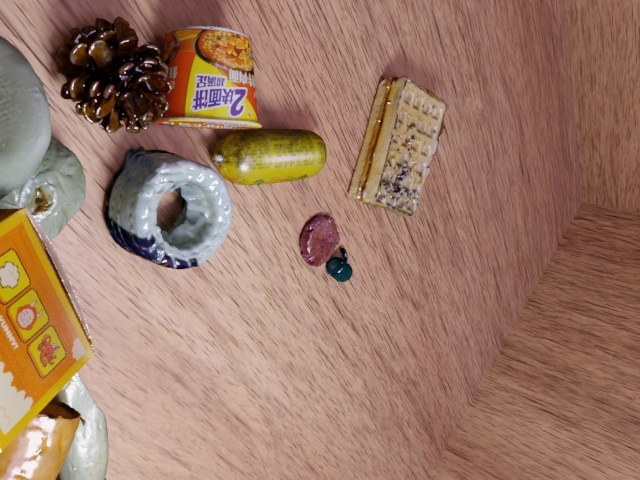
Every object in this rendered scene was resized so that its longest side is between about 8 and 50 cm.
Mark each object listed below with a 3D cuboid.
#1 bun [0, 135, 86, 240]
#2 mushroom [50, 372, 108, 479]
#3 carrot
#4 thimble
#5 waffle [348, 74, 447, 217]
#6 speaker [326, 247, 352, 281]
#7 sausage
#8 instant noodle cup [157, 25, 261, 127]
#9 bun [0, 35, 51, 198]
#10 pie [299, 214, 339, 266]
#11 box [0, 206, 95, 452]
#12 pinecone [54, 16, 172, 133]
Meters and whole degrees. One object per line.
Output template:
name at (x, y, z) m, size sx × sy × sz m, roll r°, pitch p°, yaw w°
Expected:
bun at (-0.474, -0.082, 0.958) m, size 0.195 × 0.118 × 0.196 m, roll -20°, pitch 116°, yaw -47°
mushroom at (-0.479, 0.382, 1.164) m, size 0.107 × 0.087 × 0.334 m, roll -13°, pitch 112°, yaw -46°
carrot at (-0.567, 0.416, 0.964) m, size 0.224 × 0.224 × 0.341 m, roll 37°, pitch 71°, yaw -50°
thimble at (-0.297, -0.066, 1.148) m, size 0.237 × 0.150 × 0.238 m, roll -20°, pitch 118°, yaw -44°
waffle at (0.230, -0.270, 1.723) m, size 0.261 × 0.114 × 0.377 m, roll 13°, pitch 94°, yaw -52°
speaker at (0.063, 0.070, 1.702) m, size 0.075 × 0.060 × 0.095 m, roll 39°, pitch 74°, yaw -51°
sausage at (-0.109, -0.192, 1.341) m, size 0.347 × 0.123 × 0.123 m, roll -13°, pitch 114°, yaw -47°
instant noodle cup at (-0.215, -0.306, 1.122) m, size 0.213 × 0.213 × 0.174 m, roll -6°, pitch 100°, yaw -49°
bun at (-0.534, -0.162, 0.801) m, size 0.293 × 0.187 × 0.293 m, roll 12°, pitch 69°, yaw -35°
pie at (0.000, 0.000, 1.616) m, size 0.153 × 0.038 × 0.154 m, roll -22°, pitch 120°, yaw -46°
box at (-0.517, 0.108, 0.802) m, size 0.214 × 0.283 × 0.260 m, roll -58°, pitch 142°, yaw -52°
pinecone at (-0.345, -0.272, 0.989) m, size 0.179 × 0.195 × 0.150 m, roll -38°, pitch 179°, yaw -5°
